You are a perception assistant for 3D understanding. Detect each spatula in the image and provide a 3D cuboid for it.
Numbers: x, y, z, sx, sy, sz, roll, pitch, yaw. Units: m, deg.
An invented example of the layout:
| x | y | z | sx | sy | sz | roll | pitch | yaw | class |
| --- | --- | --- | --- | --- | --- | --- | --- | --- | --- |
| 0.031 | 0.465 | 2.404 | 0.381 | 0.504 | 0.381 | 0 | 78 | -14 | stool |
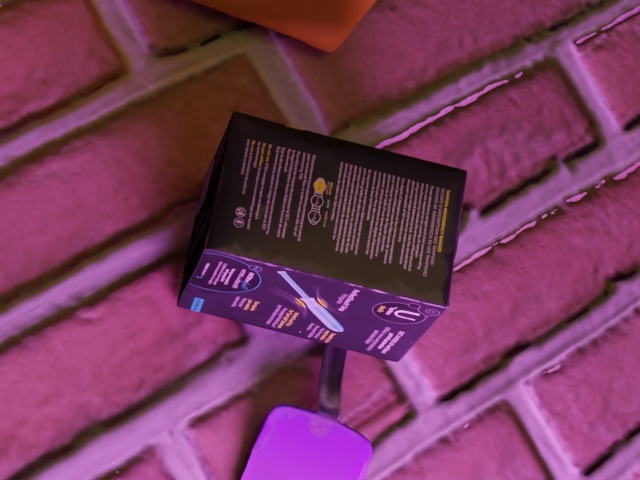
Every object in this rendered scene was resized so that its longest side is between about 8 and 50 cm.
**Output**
| x | y | z | sx | sy | sz | roll | pitch | yaw | class |
| --- | --- | --- | --- | --- | --- | --- | --- | --- | --- |
| 0.013 | 0.074 | 1.215 | 0.084 | 0.030 | 0.296 | 23 | 63 | -15 | spatula |

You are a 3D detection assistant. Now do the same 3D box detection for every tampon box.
| x | y | z | sx | sy | sz | roll | pitch | yaw | class |
| --- | --- | --- | --- | --- | --- | --- | --- | --- | --- |
| 0.000 | 0.000 | 1.155 | 0.161 | 0.120 | 0.101 | 14 | 66 | -9 | tampon box |

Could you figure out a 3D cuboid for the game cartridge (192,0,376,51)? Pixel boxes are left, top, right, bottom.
| x | y | z | sx | sy | sz | roll | pitch | yaw | class |
| --- | --- | --- | --- | --- | --- | --- | --- | --- | --- |
| -0.058 | -0.276 | 1.138 | 0.323 | 0.285 | 0.053 | 18 | 46 | -26 | game cartridge |
